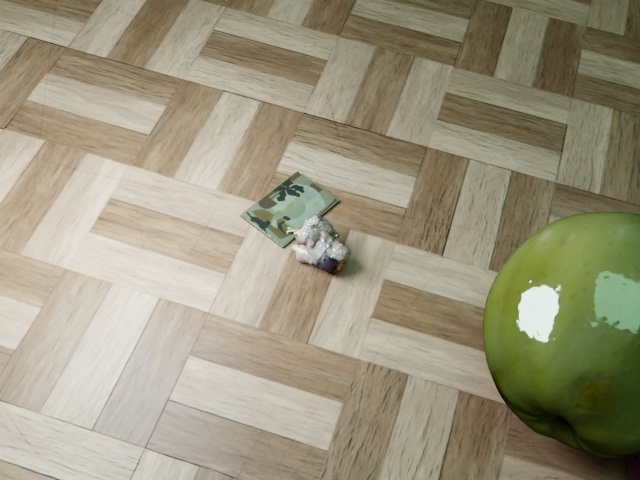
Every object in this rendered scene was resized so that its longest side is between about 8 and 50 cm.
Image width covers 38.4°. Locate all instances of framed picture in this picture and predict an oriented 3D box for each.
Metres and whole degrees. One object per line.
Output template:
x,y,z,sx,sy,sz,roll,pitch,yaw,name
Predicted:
-0.071,-0.076,2.163,0.136,0.010,0.201,36,57,22,framed picture

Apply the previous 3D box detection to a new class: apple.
0.530,0.178,1.753,0.473,0.474,0.474,3,51,-4,apple

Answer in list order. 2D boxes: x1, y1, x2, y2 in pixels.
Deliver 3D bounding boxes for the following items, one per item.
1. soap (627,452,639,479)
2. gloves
0.691,0.431,1.783,0.162,0.099,0.250,11,52,3,soap
0.000,0.007,2.051,0.094,0.110,0.144,-38,93,-38,gloves
